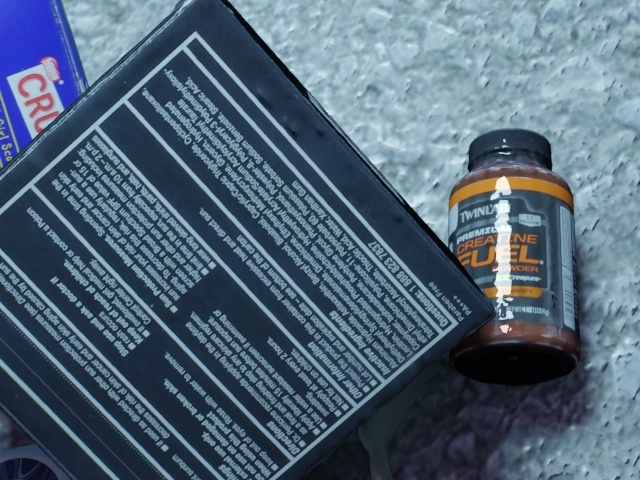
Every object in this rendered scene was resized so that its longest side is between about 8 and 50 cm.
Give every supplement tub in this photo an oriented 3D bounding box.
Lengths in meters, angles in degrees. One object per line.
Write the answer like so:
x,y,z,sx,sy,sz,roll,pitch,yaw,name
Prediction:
0.155,0.010,1.094,0.106,0.106,0.198,-1,65,5,supplement tub

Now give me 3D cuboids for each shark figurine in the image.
0.104,0.240,1.012,0.116,0.166,0.278,-6,45,-27,shark figurine

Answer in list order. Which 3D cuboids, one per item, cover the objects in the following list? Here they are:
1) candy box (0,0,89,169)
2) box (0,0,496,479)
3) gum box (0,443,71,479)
-0.332,-0.058,1.082,0.317,0.122,0.268,-15,105,-3,candy box
-0.090,0.022,0.969,0.294,0.183,0.296,-41,100,5,box
-0.230,0.241,1.058,0.184,0.041,0.157,-11,64,-1,gum box
